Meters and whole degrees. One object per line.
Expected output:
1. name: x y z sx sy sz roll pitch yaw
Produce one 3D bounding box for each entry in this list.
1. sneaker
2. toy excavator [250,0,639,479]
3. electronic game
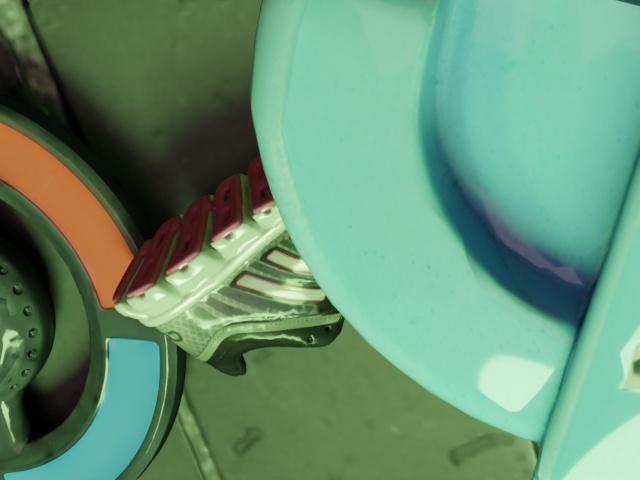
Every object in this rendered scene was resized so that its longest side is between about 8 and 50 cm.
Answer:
1. sneaker: 0.000 0.000 0.535 0.170 0.063 0.075 -33 118 16
2. toy excavator: 0.053 -0.115 0.352 0.445 0.222 0.433 17 122 12
3. electronic game: -0.170 0.035 0.616 0.229 0.048 0.229 7 113 18
